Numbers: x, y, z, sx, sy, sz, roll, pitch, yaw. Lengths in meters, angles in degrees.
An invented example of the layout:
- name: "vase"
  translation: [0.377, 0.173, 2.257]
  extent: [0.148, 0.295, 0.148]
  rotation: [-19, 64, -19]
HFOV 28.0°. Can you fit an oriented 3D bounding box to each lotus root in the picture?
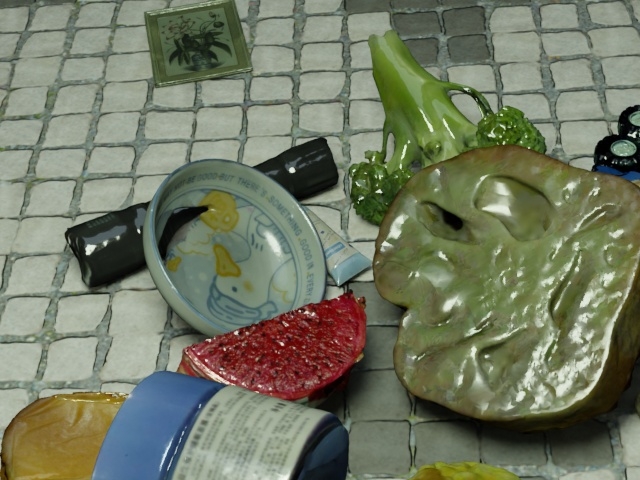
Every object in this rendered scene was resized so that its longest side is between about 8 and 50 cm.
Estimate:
- name: "lotus root"
  translation: [0.250, 0.052, 1.610]
  extent: [0.375, 0.111, 0.390]
  rotation: [-31, 57, 10]

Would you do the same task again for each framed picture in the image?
- name: "framed picture"
  translation: [-0.219, -0.352, 2.261]
  extent: [0.173, 0.010, 0.231]
  rotation: [-11, 44, -6]

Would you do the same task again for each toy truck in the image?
- name: "toy truck"
  translation: [0.454, -0.088, 1.846]
  extent: [0.126, 0.113, 0.208]
  rotation: [24, 52, 26]

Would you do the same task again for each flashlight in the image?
- name: "flashlight"
  translation: [-0.164, -0.050, 1.882]
  extent: [0.424, 0.103, 0.103]
  rotation: [-23, 47, -17]

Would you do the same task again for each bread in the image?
- name: "bread"
  translation: [-0.285, 0.277, 1.554]
  extent: [0.199, 0.104, 0.199]
  rotation: [-1, 40, 1]

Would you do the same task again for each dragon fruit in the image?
- name: "dragon fruit"
  translation: [-0.044, 0.178, 1.620]
  extent: [0.274, 0.161, 0.126]
  rotation: [-18, 63, -28]

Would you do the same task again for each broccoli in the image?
- name: "broccoli"
  translation: [0.163, -0.119, 1.874]
  extent: [0.302, 0.186, 0.254]
  rotation: [38, 99, 36]

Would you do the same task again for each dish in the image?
- name: "dish"
  translation: [-0.139, 0.036, 1.762]
  extent: [0.273, 0.134, 0.273]
  rotation: [20, 52, -28]

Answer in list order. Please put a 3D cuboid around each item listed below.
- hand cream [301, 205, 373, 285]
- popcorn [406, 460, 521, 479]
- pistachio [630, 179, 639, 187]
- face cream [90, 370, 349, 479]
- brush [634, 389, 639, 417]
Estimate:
- name: "hand cream"
  translation: [0.000, 0.000, 1.853]
  extent: [0.065, 0.043, 0.170]
  rotation: [-34, 55, -18]
- name: "popcorn"
  translation: [0.139, 0.339, 1.387]
  extent: [0.235, 0.181, 0.217]
  rotation: [-29, 47, -29]
- name: "pistachio"
  translation: [0.453, 0.032, 1.678]
  extent: [0.318, 0.214, 0.193]
  rotation: [39, 17, 28]
- name: "face cream"
  translation: [-0.105, 0.287, 1.417]
  extent: [0.225, 0.249, 0.249]
  rotation: [13, 47, 19]
- name: "brush"
  translation: [0.455, 0.286, 1.512]
  extent: [0.042, 0.039, 0.299]
  rotation: [-17, 46, -12]
